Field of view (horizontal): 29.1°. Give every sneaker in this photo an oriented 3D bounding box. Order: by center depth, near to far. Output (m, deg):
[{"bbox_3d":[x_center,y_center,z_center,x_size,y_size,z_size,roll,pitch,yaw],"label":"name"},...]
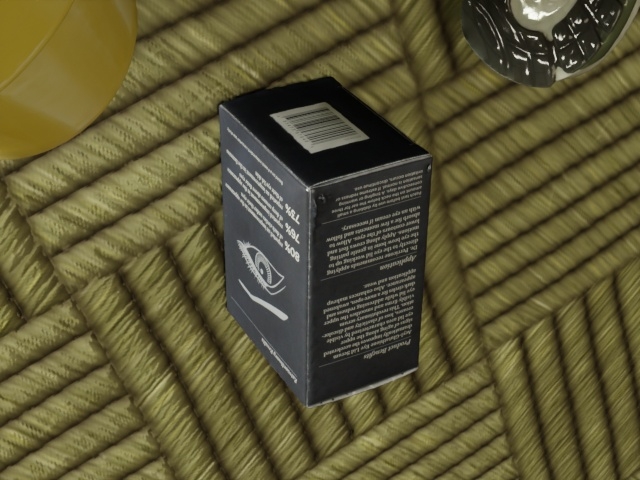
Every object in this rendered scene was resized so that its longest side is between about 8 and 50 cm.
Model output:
[{"bbox_3d":[0.264,-0.311,0.973,0.410,0.158,0.182,-57,163,22],"label":"sneaker"}]

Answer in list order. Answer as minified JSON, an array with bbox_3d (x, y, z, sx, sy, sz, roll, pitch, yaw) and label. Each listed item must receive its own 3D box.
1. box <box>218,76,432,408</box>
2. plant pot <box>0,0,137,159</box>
[{"bbox_3d":[0.000,0.000,0.978,0.108,0.153,0.207,-16,128,-24],"label":"box"},{"bbox_3d":[-0.218,-0.155,0.670,0.254,0.254,0.239,-45,163,0],"label":"plant pot"}]
